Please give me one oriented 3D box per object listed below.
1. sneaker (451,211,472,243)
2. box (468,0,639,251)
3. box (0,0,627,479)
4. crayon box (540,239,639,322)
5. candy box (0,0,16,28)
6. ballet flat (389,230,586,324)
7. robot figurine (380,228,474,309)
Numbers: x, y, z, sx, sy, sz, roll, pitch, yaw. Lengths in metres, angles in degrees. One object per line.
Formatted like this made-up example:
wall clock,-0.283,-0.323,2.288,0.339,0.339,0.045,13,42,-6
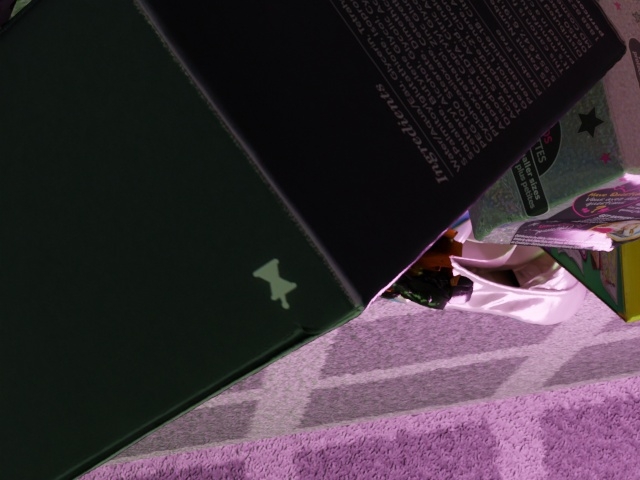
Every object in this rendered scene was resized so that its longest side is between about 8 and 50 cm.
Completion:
sneaker,0.063,-0.025,1.782,0.240,0.091,0.126,-5,163,-17
box,0.180,-0.132,1.176,0.163,0.247,0.142,4,157,-44
box,-0.047,-0.065,0.974,0.293,0.212,0.395,-32,-174,36
crayon box,0.400,-0.032,1.676,0.313,0.106,0.363,-11,-167,-4
candy box,-0.198,-0.194,0.852,0.070,0.164,0.196,-5,164,-23
ballet flat,0.225,0.022,2.031,0.400,0.139,0.139,6,158,-44
robot figurine,0.000,0.000,1.486,0.291,0.085,0.211,8,-170,-34
